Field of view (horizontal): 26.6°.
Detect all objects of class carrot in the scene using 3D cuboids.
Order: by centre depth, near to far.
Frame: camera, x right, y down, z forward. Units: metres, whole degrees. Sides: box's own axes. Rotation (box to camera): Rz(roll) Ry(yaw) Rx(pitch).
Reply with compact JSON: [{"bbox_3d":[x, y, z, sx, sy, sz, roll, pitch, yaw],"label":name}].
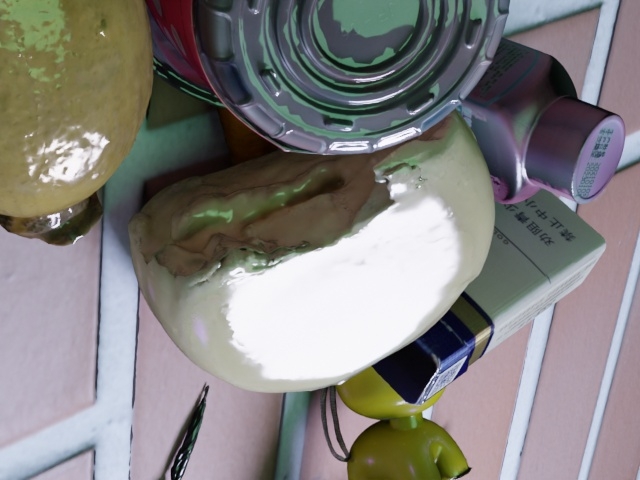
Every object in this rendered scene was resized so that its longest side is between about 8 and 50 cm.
[{"bbox_3d":[-0.050,-0.082,1.001,0.061,0.061,0.257,-40,143,-31],"label":"carrot"}]

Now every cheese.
[{"bbox_3d":[0.000,0.000,0.991,0.266,0.127,0.233,-27,146,-4],"label":"cheese"}]

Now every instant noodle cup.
[{"bbox_3d":[0.001,-0.163,0.805,0.258,0.181,0.302,-46,122,11],"label":"instant noodle cup"}]

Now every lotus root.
[{"bbox_3d":[-0.165,-0.118,0.748,0.146,0.130,0.303,-37,139,-32],"label":"lotus root"}]

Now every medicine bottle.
[{"bbox_3d":[0.157,-0.100,1.148,0.094,0.188,0.119,-43,142,-28],"label":"medicine bottle"}]

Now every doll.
[{"bbox_3d":[0.061,0.127,1.236,0.143,0.135,0.221,-24,99,-41],"label":"doll"}]

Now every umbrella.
[{"bbox_3d":[-0.116,0.192,1.133,0.149,0.022,0.022,-65,173,3],"label":"umbrella"}]

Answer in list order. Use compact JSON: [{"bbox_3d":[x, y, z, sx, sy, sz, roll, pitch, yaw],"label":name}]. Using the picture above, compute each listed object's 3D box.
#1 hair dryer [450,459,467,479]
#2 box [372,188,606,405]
[{"bbox_3d":[0.083,0.284,1.354,0.301,0.121,0.361,-40,-179,30],"label":"hair dryer"},{"bbox_3d":[0.114,0.018,1.189,0.259,0.168,0.071,-30,156,-38],"label":"box"}]
